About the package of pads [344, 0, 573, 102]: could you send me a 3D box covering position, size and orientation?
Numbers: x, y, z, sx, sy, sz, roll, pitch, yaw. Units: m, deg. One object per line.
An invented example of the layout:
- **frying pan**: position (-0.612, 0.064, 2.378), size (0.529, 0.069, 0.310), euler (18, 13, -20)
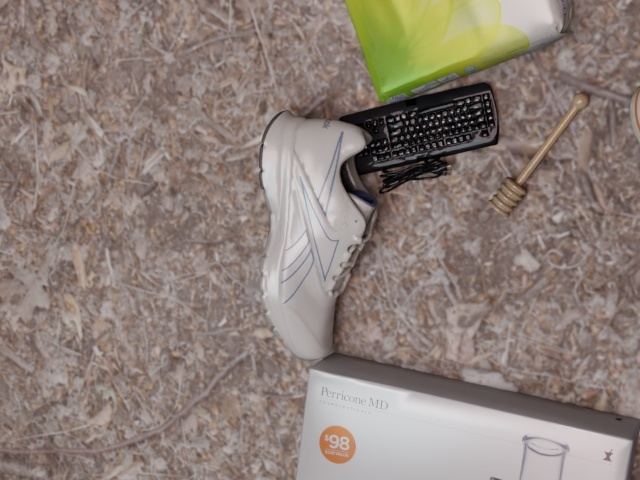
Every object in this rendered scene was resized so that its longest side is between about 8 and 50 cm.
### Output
- **package of pads**: position (0.130, -0.325, 1.358), size (0.229, 0.101, 0.297), euler (-18, 93, 23)

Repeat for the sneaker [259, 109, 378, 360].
- **sneaker**: position (0.000, 0.000, 1.447), size (0.129, 0.111, 0.297), euler (3, 106, 16)

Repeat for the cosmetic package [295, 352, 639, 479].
- **cosmetic package**: position (0.157, 0.310, 1.453), size (0.377, 0.097, 0.285), euler (10, 99, 18)

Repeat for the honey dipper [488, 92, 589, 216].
- **honey dipper**: position (0.246, -0.096, 1.390), size (0.030, 0.030, 0.161), euler (40, 107, 10)

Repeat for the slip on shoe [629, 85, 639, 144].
- **slip on shoe**: position (0.458, -0.060, 1.259), size (0.331, 0.123, 0.101), euler (40, 146, 5)

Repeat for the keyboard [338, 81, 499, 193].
- **keyboard**: position (0.111, -0.113, 1.432), size (0.192, 0.038, 0.100), euler (-12, 94, 22)
